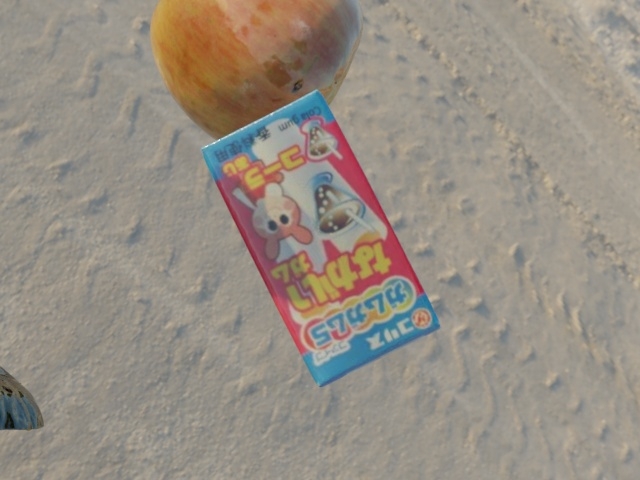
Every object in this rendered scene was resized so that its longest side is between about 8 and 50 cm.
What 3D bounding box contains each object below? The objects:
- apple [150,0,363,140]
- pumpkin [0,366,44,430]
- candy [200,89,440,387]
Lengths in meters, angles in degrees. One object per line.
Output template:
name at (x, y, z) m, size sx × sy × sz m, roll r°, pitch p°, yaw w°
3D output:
apple at (-0.114, -0.360, 1.440) m, size 0.346 × 0.391 × 0.391 m, roll 35°, pitch 29°, yaw 0°
pumpkin at (-0.468, 0.147, 0.884) m, size 0.280 × 0.190 × 0.139 m, roll 52°, pitch 6°, yaw 18°
candy at (0.000, 0.000, 0.917) m, size 0.306 × 0.157 × 0.100 m, roll 64°, pitch 1°, yaw 5°
